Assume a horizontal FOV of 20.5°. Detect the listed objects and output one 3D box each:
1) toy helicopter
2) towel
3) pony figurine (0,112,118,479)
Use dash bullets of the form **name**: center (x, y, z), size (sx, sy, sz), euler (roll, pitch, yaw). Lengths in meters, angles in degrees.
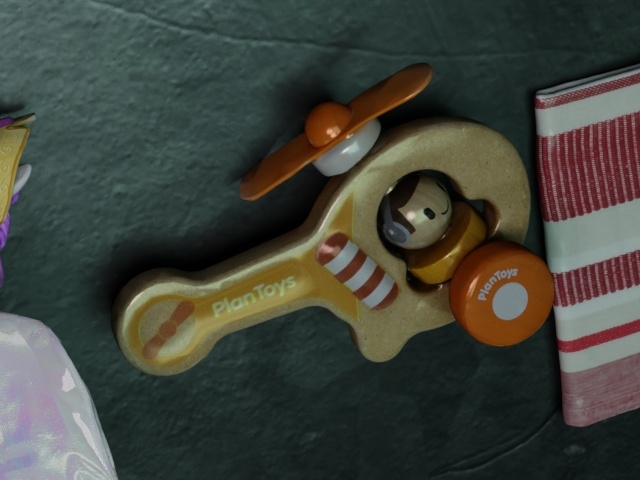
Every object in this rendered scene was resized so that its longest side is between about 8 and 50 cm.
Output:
- **toy helicopter**: center (0.000, 0.000, 1.396), size (0.355, 0.140, 0.235), euler (-21, 117, -12)
- **towel**: center (0.308, -0.009, 1.590), size (0.237, 0.037, 0.329), euler (-17, 116, -15)
- **pony figurine**: center (-0.314, 0.070, 1.196), size (0.363, 0.303, 0.351), euler (-13, 97, -47)
